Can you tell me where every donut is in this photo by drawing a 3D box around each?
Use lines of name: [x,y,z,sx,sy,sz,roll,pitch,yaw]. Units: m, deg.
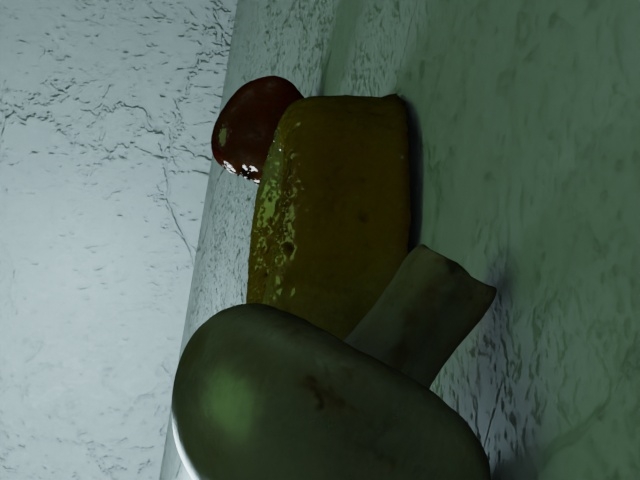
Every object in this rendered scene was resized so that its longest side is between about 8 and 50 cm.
donut: [0.000,-0.002,1.011,0.277,0.109,0.277,-172,90,-79]

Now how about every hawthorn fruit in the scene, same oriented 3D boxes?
hawthorn fruit: [-0.068,-0.138,1.429,0.138,0.133,0.133,-66,11,-2]

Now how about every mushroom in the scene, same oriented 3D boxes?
mushroom: [0.023,0.094,0.687,0.215,0.207,0.207,-53,6,-12]
